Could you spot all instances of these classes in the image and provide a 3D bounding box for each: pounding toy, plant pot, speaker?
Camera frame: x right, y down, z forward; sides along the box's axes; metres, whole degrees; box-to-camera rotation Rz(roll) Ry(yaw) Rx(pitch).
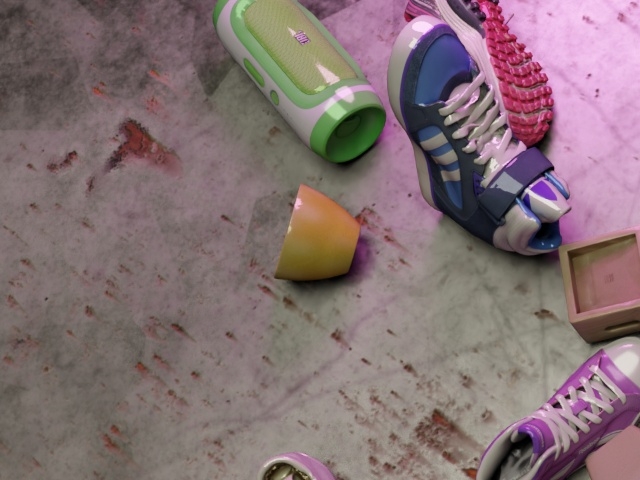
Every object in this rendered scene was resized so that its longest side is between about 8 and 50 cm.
[{"bbox_3d":[0.387,0.066,1.849,0.141,0.100,0.130,-16,59,21],"label":"pounding toy"},{"bbox_3d":[0.378,0.285,1.754,0.109,0.109,0.096,-38,49,4],"label":"plant pot"},{"bbox_3d":[-0.032,-0.246,2.109,0.131,0.131,0.296,-40,61,2],"label":"speaker"},{"bbox_3d":[0.000,0.000,2.008,0.095,0.134,0.134,16,74,-2],"label":"plant pot"}]

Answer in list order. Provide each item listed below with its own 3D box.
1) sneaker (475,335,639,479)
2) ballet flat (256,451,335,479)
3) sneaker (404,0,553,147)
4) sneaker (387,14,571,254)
[{"bbox_3d":[0.298,0.219,1.769,0.282,0.161,0.102,-46,70,0],"label":"sneaker"},{"bbox_3d":[0.031,0.424,1.813,0.139,0.139,0.400,-37,61,4],"label":"ballet flat"},{"bbox_3d":[0.218,-0.245,2.031,0.112,0.121,0.299,-44,57,34],"label":"sneaker"},{"bbox_3d":[0.221,-0.119,1.851,0.236,0.322,0.130,29,59,38],"label":"sneaker"}]
